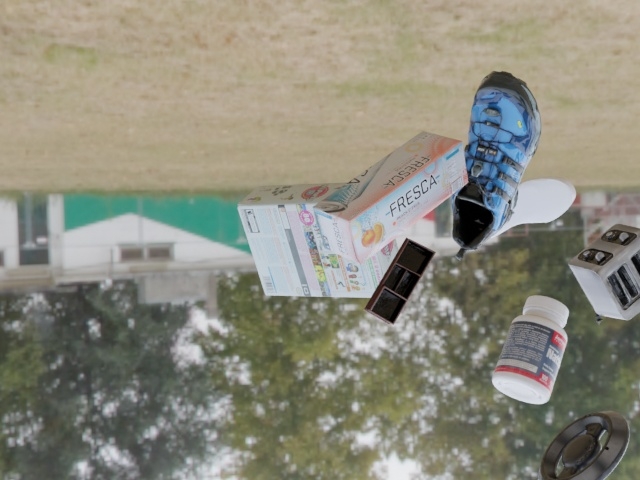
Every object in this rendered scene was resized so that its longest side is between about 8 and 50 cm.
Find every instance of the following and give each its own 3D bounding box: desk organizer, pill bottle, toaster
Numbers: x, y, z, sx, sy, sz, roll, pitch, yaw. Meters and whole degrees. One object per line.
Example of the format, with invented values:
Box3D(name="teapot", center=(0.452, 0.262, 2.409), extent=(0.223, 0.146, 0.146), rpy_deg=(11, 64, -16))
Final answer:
Box3D(name="desk organizer", center=(0.121, 0.062, 1.210), extent=(0.047, 0.130, 0.050), rpy_deg=(31, 176, -2))
Box3D(name="pill bottle", center=(0.393, 0.198, 1.474), extent=(0.108, 0.180, 0.108), rpy_deg=(21, 158, 9))
Box3D(name="toaster", center=(0.686, 0.080, 1.832), extent=(0.168, 0.186, 0.110), rpy_deg=(-36, -165, -12))

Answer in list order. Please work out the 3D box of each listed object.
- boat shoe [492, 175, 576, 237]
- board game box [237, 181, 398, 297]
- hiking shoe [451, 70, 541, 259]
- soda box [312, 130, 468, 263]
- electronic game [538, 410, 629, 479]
Box3D(name="boat shoe", center=(0.490, -0.088, 1.900), extent=(0.102, 0.108, 0.301), rpy_deg=(-34, -178, -37))
Box3D(name="board game box", center=(0.000, 0.000, 1.667), extent=(0.303, 0.224, 0.097), rpy_deg=(0, -151, 31))
Box3D(name="hiking shoe", center=(0.271, -0.113, 1.257), extent=(0.113, 0.304, 0.132), rpy_deg=(17, -136, 24))
Box3D(name="soda box", center=(0.081, -0.052, 0.884), extent=(0.183, 0.058, 0.063), rpy_deg=(-35, -143, -28))
Box3D(name="electronic game", center=(0.546, 0.445, 1.668), extent=(0.229, 0.048, 0.229), rpy_deg=(-44, -174, 6))
